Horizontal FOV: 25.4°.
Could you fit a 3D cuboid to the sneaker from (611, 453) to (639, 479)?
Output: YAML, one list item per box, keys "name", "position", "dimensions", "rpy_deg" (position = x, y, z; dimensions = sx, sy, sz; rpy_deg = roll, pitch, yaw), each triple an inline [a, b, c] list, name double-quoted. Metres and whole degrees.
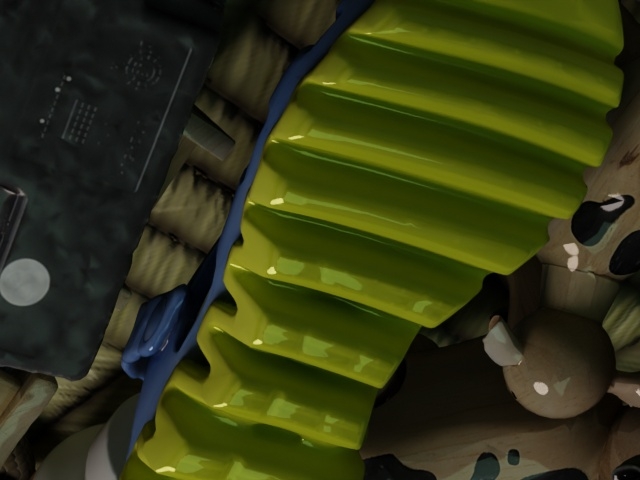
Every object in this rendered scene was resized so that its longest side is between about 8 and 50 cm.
- name: "sneaker"
  position: [0.194, 0.078, 0.541]
  dimensions: [0.147, 0.104, 0.295]
  rpy_deg: [11, 109, -45]

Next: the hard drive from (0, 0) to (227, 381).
- name: "hard drive"
  position: [-0.192, -0.107, 0.428]
  dimensions: [0.339, 0.064, 0.237]
  rpy_deg: [16, 102, -27]

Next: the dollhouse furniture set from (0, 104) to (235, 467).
- name: "dollhouse furniture set"
  position: [-0.155, -0.016, 0.588]
  dimensions: [0.129, 0.129, 0.183]
  rpy_deg: [34, 95, -29]

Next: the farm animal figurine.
- name: "farm animal figurine"
  position: [0.117, 0.066, 0.673]
  dimensions: [0.327, 0.172, 0.330]
  rpy_deg: [-22, 137, 14]

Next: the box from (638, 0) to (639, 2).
- name: "box"
  position: [0.212, -0.163, 0.437]
  dimensions: [0.216, 0.060, 0.270]
  rpy_deg: [35, 123, -4]

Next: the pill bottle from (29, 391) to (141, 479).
- name: "pill bottle"
  position: [-0.115, 0.171, 0.764]
  dimensions: [0.118, 0.117, 0.208]
  rpy_deg: [15, 133, -25]

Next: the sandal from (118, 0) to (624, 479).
- name: "sandal"
  position: [0.000, 0.000, 0.582]
  dimensions: [0.126, 0.138, 0.317]
  rpy_deg: [28, 107, -23]

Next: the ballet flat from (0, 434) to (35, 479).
- name: "ballet flat"
  position: [-0.238, 0.088, 0.716]
  dimensions: [0.084, 0.058, 0.250]
  rpy_deg: [-25, 136, 18]
